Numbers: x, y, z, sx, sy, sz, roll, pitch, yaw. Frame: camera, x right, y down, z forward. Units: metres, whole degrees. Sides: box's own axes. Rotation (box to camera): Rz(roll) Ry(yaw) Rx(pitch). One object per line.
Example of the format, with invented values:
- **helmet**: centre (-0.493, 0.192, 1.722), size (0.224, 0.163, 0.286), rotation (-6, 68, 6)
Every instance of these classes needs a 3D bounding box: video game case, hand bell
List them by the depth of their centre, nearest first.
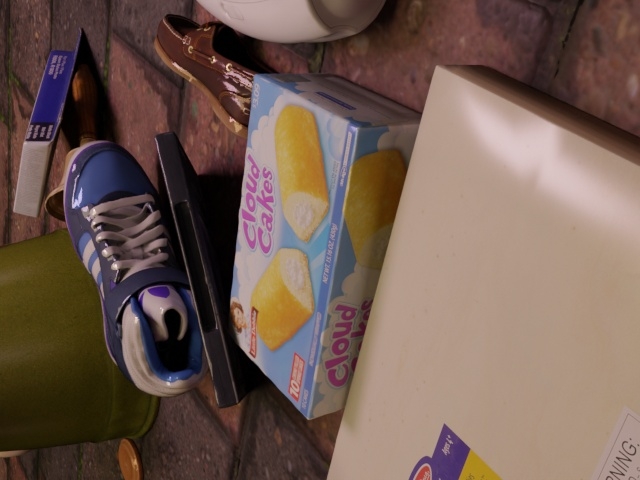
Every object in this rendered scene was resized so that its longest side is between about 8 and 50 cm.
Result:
- **video game case**: centre (-0.124, 0.038, 0.836), size (0.196, 0.026, 0.274), rotation (106, 149, -82)
- **hand bell**: centre (-0.344, -0.157, 1.143), size (0.126, 0.126, 0.242), rotation (-42, 51, 50)

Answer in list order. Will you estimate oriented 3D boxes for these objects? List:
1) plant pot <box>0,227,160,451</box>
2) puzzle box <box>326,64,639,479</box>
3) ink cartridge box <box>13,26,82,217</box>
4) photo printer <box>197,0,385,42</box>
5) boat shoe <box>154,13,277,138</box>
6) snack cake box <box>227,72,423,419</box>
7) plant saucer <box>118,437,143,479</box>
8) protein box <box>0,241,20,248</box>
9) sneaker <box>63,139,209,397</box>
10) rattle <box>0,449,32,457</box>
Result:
- **plant pot**: centre (-0.481, 0.168, 1.168), size (0.366, 0.352, 0.367), rotation (18, 113, 52)
- **puzzle box**: centre (0.134, 0.114, 0.547), size (0.272, 0.052, 0.409), rotation (41, 129, 42)
- **ink cartridge box**: centre (-0.427, -0.188, 1.201), size (0.224, 0.045, 0.223), rotation (123, 152, -43)
- **photo printer**: centre (-0.032, -0.323, 0.631), size (0.256, 0.107, 0.308), rotation (33, 124, 47)
- **boat shoe**: centre (-0.102, -0.188, 0.798), size (0.207, 0.073, 0.073), rotation (45, 130, 30)
- **snack cake box**: centre (0.000, 0.000, 0.678), size (0.152, 0.089, 0.264), rotation (35, 125, 45)
- **plant saucer**: centre (-0.317, 0.370, 1.277), size (0.083, 0.013, 0.084), rotation (16, 110, 52)
- **protein box**: centre (-0.596, 0.121, 1.449), size (0.200, 0.135, 0.201), rotation (155, 104, -79)
- **sneaker**: centre (-0.209, 0.029, 0.928), size (0.236, 0.130, 0.323), rotation (1, 102, 61)
- **rattle**: centre (-0.696, 0.403, 1.656), size (0.130, 0.199, 0.143), rotation (45, 132, 39)
